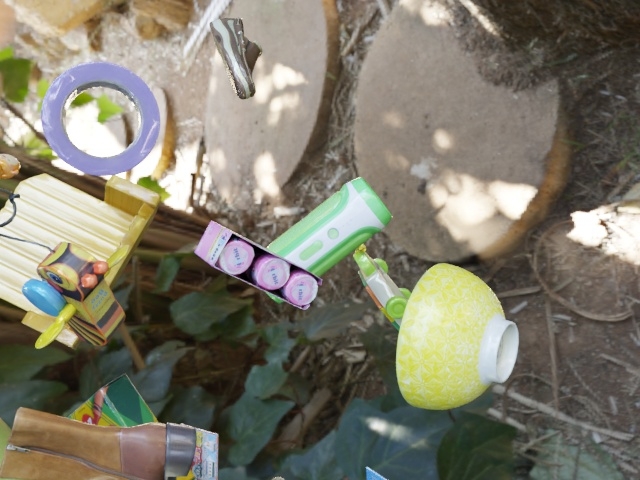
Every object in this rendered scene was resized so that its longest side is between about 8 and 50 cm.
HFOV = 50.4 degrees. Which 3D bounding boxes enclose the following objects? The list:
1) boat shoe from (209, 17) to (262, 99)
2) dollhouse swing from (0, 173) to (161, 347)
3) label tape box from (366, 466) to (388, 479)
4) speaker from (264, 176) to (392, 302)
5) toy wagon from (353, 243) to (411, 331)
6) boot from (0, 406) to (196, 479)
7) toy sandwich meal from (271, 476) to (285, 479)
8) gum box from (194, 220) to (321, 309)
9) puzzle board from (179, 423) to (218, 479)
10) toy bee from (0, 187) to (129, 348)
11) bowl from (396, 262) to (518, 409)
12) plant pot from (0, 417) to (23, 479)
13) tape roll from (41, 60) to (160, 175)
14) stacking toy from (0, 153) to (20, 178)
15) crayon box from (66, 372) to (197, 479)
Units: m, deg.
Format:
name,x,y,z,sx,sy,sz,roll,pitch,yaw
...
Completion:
name,x,y,z,sx,sy,sz,roll,pitch,yaw
boat shoe,-0.180,-0.432,1.563,0.095,0.095,0.257,85,165,-58
dollhouse swing,-0.560,0.004,1.428,0.346,0.305,0.315,-63,11,-17
label tape box,0.150,0.533,1.092,0.241,0.106,0.333,27,148,28
speaker,0.000,0.000,1.411,0.296,0.131,0.131,-38,55,7
toy wagon,0.176,0.135,1.736,0.068,0.344,0.267,-39,20,7
boot,-0.363,0.387,1.081,0.096,0.280,0.264,-106,32,-52
toy sandwich meal,-0.110,0.626,1.678,0.086,0.029,0.085,-18,60,33
gum box,-0.097,0.043,1.105,0.062,0.188,0.107,-62,29,-2
puzzle board,-0.271,0.474,1.504,0.096,0.011,0.128,10,108,20
toy bee,-0.368,0.070,1.003,0.162,0.298,0.195,11,73,31
bowl,0.281,0.196,1.291,0.156,0.289,0.289,10,97,35
plant pot,-0.591,0.439,1.163,0.275,0.275,0.293,-36,75,44
tape roll,-0.371,-0.204,1.158,0.080,0.189,0.189,-165,79,-72
stacking toy,-0.628,-0.085,1.155,0.175,0.302,0.165,25,125,12
crayon box,-0.405,0.472,1.469,0.202,0.081,0.318,-40,84,35
